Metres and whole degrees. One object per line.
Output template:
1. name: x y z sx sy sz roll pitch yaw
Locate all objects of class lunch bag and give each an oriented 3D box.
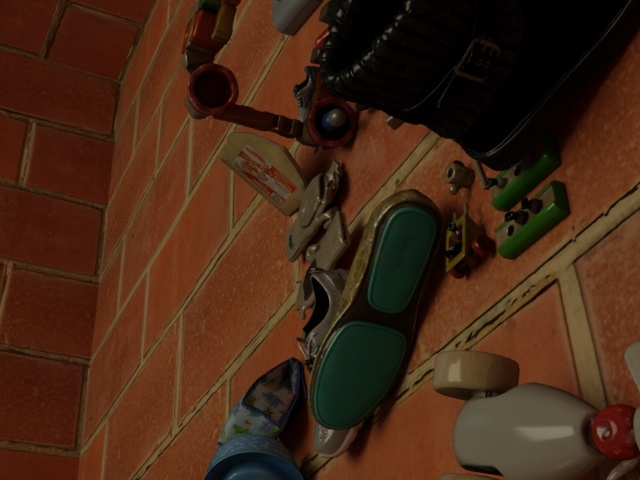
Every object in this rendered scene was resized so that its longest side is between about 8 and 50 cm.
1. lunch bag: -0.089 0.279 1.591 0.129 0.096 0.151 -58 0 37

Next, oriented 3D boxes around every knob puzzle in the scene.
1. knob puzzle: -0.089 -0.136 1.739 0.030 0.213 0.213 -51 12 -25

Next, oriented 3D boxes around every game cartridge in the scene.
1. game cartridge: -0.041 -0.600 2.042 0.198 0.062 0.297 -31 49 54

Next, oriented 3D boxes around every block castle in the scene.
1. block castle: -0.057 -0.403 1.642 0.213 0.302 0.454 173 110 -73

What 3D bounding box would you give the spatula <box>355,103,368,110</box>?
1. spatula: 0.127 -0.246 1.460 0.296 0.030 0.084 -22 52 64

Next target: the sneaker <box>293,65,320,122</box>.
1. sneaker: -0.030 -0.271 1.813 0.052 0.058 0.135 -127 53 -62

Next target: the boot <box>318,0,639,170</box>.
1. boot: 0.183 -0.253 0.995 0.348 0.260 0.131 -57 32 13

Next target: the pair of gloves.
1. pair of gloves: 0.000 0.000 1.609 0.240 0.042 0.204 -101 30 -49

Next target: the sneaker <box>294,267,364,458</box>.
1. sneaker: 0.008 0.172 1.387 0.105 0.115 0.281 -28 52 61

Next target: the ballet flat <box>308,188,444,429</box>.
1. ballet flat: 0.074 0.091 1.293 0.123 0.123 0.349 -126 52 -62

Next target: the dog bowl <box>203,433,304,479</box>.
1. dog bowl: -0.129 0.435 1.518 0.074 0.165 0.297 -97 28 -65

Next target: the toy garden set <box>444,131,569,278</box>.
1. toy garden set: 0.203 -0.088 1.165 0.204 0.049 0.244 -48 35 49

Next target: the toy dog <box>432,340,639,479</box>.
1. toy dog: 0.244 0.183 0.841 0.333 0.161 0.220 17 90 53

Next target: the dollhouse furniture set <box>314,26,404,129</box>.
1. dollhouse furniture set: 0.066 -0.373 1.385 0.152 0.201 0.374 -34 47 23
